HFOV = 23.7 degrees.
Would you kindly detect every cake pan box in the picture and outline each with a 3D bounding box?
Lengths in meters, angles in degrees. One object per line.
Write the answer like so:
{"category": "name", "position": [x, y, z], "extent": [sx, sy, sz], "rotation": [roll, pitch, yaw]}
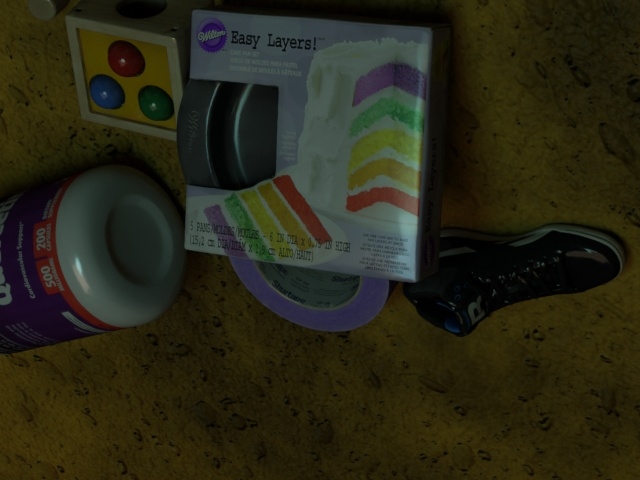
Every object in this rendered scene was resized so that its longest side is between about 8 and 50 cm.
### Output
{"category": "cake pan box", "position": [-0.010, -0.097, 1.470], "extent": [0.267, 0.070, 0.245], "rotation": [9, 102, 23]}

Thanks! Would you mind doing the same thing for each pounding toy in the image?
{"category": "pounding toy", "position": [-0.217, -0.210, 1.543], "extent": [0.206, 0.094, 0.181], "rotation": [14, 132, 19]}

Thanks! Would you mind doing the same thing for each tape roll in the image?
{"category": "tape roll", "position": [0.000, 0.000, 1.607], "extent": [0.189, 0.080, 0.189], "rotation": [17, 134, 18]}

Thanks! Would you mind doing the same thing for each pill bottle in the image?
{"category": "pill bottle", "position": [-0.319, 0.031, 1.745], "extent": [0.323, 0.181, 0.181], "rotation": [-14, 118, 37]}

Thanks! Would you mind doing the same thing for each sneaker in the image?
{"category": "sneaker", "position": [0.186, 0.049, 1.510], "extent": [0.217, 0.121, 0.079], "rotation": [-1, 127, 31]}
